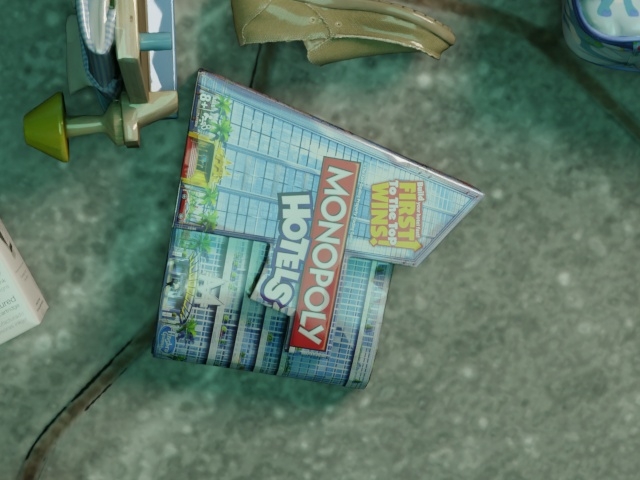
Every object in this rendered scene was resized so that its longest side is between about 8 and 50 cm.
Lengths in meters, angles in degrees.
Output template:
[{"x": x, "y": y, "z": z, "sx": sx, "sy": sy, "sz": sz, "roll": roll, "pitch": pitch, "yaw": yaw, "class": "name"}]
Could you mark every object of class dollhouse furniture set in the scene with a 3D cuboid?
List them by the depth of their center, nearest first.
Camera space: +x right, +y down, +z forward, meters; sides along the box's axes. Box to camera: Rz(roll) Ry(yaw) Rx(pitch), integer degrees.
[{"x": -0.183, "y": -0.203, "z": 0.921, "sx": 0.198, "sy": 0.286, "sz": 0.303, "roll": -3, "pitch": 87, "yaw": -4, "class": "dollhouse furniture set"}]

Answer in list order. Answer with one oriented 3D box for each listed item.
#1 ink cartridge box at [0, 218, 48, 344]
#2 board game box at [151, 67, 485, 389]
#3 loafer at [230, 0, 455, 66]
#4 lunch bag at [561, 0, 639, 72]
[{"x": -0.251, "y": 0.012, "z": 1.064, "sx": 0.099, "sy": 0.056, "sz": 0.135, "roll": -28, "pitch": 100, "yaw": 1, "class": "ink cartridge box"}, {"x": 0.000, "y": 0.000, "z": 1.080, "sx": 0.194, "sy": 0.060, "sz": 0.194, "roll": 9, "pitch": 98, "yaw": -5, "class": "board game box"}, {"x": 0.012, "y": -0.134, "z": 1.066, "sx": 0.148, "sy": 0.056, "sz": 0.050, "roll": 13, "pitch": 98, "yaw": 4, "class": "loafer"}, {"x": 0.261, "y": -0.188, "z": 1.032, "sx": 0.219, "sy": 0.090, "sz": 0.176, "roll": 8, "pitch": 81, "yaw": 5, "class": "lunch bag"}]
